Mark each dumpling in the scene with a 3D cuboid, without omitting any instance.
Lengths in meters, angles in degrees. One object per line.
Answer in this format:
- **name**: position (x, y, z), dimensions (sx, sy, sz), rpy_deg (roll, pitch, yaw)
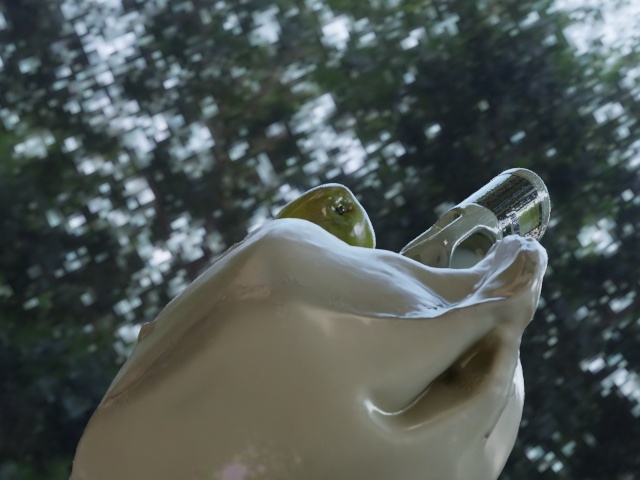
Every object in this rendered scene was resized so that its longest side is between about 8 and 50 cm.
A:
- **dumpling**: position (-0.016, 0.113, 1.272), dimensions (0.395, 0.315, 0.233), rpy_deg (-31, -93, 8)

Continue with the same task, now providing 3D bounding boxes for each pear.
- **pear**: position (0.000, 0.000, 1.597), dimensions (0.092, 0.092, 0.097), rpy_deg (25, -59, 31)

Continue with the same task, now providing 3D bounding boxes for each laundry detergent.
- **laundry detergent**: position (0.116, 0.015, 1.689), dimensions (0.070, 0.226, 0.099), rpy_deg (43, -49, 13)
